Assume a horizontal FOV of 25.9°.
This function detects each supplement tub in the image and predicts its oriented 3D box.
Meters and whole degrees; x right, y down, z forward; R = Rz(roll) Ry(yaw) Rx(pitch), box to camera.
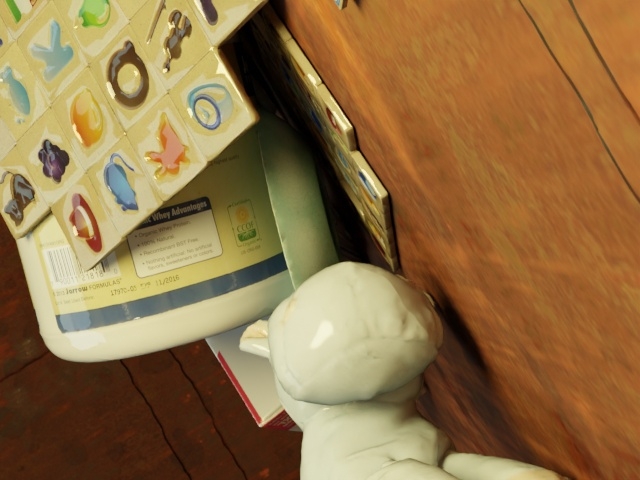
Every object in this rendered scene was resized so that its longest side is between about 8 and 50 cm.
[{"bbox_3d":[-0.159,-0.076,1.169,0.228,0.228,0.316,-148,44,-81],"label":"supplement tub"}]

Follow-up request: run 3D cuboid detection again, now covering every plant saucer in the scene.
[{"bbox_3d":[-0.010,-0.019,1.126,0.195,0.038,0.194,-15,-90,-86],"label":"plant saucer"}]

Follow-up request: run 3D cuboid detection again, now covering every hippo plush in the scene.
[{"bbox_3d":[0.063,0.137,0.987,0.294,0.234,0.236,85,179,-70],"label":"hippo plush"}]

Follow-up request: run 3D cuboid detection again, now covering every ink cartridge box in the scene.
[{"bbox_3d":[-0.013,0.113,1.486,0.172,0.100,0.237,56,-163,26],"label":"ink cartridge box"}]

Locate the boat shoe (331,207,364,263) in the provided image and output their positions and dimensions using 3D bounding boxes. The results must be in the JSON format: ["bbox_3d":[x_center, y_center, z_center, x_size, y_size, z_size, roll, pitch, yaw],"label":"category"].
[{"bbox_3d":[0.000,0.000,1.347,0.226,0.083,0.075,69,-161,-85],"label":"boat shoe"}]

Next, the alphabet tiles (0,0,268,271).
[{"bbox_3d":[-0.177,-0.149,0.997,0.342,0.011,0.285,-37,80,42],"label":"alphabet tiles"}]

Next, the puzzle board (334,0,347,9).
[{"bbox_3d":[-0.010,-0.159,0.617,0.096,0.011,0.128,57,177,3],"label":"puzzle board"}]

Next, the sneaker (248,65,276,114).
[{"bbox_3d":[-0.084,-0.112,1.362,0.132,0.086,0.228,53,173,35],"label":"sneaker"}]

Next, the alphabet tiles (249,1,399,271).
[{"bbox_3d":[0.000,-0.088,1.050,0.198,0.009,0.237,57,176,17],"label":"alphabet tiles"}]
